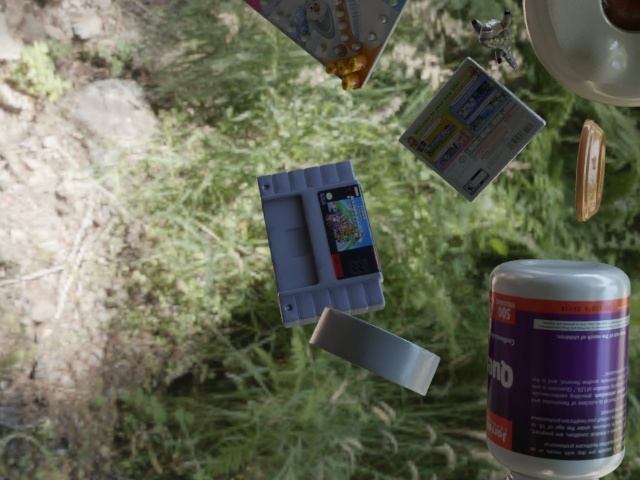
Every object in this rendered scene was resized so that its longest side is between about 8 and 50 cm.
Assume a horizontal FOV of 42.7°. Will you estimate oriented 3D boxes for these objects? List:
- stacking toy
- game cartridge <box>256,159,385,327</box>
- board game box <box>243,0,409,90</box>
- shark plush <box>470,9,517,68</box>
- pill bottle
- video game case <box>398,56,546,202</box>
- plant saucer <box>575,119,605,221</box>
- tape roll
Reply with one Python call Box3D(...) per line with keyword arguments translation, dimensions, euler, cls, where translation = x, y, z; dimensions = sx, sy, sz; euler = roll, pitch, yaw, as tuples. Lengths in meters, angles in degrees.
Box3D(translation=(0.525, -0.452, 1.438), dimensions=(0.480, 0.350, 0.351), euler=(-65, 148, -66), cls="stacking toy")
Box3D(translation=(0.000, 0.000, 1.791), dimensions=(0.068, 0.230, 0.355), euler=(76, 1, -67), cls="game cartridge")
Box3D(translation=(0.001, -0.540, 1.527), dimensions=(0.050, 0.390, 0.390), euler=(-31, 157, -48), cls="board game box")
Box3D(translation=(0.324, -0.358, 1.518), dimensions=(0.161, 0.073, 0.067), euler=(42, 47, -64), cls="shark plush")
Box3D(translation=(0.314, 0.191, 1.094), dimensions=(0.181, 0.181, 0.323), euler=(-21, 112, -78), cls="pill bottle")
Box3D(translation=(0.288, -0.210, 1.573), dimensions=(0.193, 0.212, 0.023), euler=(41, 28, 1), cls="video game case")
Box3D(translation=(0.529, -0.135, 1.596), dimensions=(0.200, 0.037, 0.200), euler=(4, 90, -67), cls="plant saucer")
Box3D(translation=(0.093, 0.190, 1.411), dimensions=(0.072, 0.219, 0.219), euler=(-66, 163, -7), cls="tape roll")
